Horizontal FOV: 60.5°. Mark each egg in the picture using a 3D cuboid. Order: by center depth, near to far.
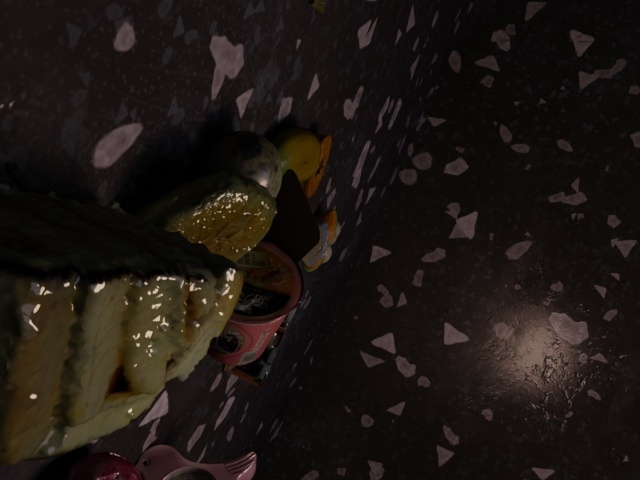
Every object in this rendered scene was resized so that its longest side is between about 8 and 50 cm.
[{"bbox_3d":[-0.142,-0.117,1.014,0.141,0.141,0.181,-53,168,-43],"label":"egg"}]

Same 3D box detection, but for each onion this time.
[{"bbox_3d":[-0.410,0.484,1.001,0.200,0.201,0.207,-50,147,-49],"label":"onion"}]

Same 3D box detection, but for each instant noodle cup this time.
[{"bbox_3d":[-0.179,0.153,1.243,0.244,0.244,0.255,-53,170,-43],"label":"instant noodle cup"}]

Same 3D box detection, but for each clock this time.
[{"bbox_3d":[-0.289,0.594,1.329,0.290,0.275,0.080,-21,141,-30],"label":"clock"},{"bbox_3d":[0.000,0.000,1.859,0.230,0.103,0.144,-66,169,14],"label":"clock"}]

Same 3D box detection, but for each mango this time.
[{"bbox_3d":[-0.066,-0.198,1.274,0.237,0.091,0.137,-13,122,-73],"label":"mango"}]

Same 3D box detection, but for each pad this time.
[{"bbox_3d":[-0.080,-0.031,1.236,0.002,0.176,0.266,-15,164,-30],"label":"pad"}]

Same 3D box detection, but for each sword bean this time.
[{"bbox_3d":[-0.339,-0.060,0.634,0.012,0.012,0.083,-57,164,-31],"label":"sword bean"}]

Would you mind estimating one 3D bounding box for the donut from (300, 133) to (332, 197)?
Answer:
[{"bbox_3d":[-0.027,-0.207,1.472,0.162,0.066,0.178,-54,163,-56],"label":"donut"}]

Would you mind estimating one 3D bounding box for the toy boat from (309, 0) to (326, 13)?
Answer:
[{"bbox_3d":[0.011,-0.531,1.129,0.115,0.016,0.063,-68,166,13],"label":"toy boat"}]

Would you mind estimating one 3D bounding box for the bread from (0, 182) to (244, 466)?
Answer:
[{"bbox_3d":[-0.295,0.095,0.582,0.263,0.239,0.395,-64,162,9],"label":"bread"}]

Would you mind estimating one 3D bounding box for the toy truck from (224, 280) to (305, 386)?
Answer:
[{"bbox_3d":[-0.157,0.247,1.650,0.184,0.133,0.338,-54,169,-76],"label":"toy truck"}]

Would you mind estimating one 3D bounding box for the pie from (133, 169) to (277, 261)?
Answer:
[{"bbox_3d":[-0.203,-0.012,0.925,0.277,0.078,0.277,-33,158,-15],"label":"pie"}]
